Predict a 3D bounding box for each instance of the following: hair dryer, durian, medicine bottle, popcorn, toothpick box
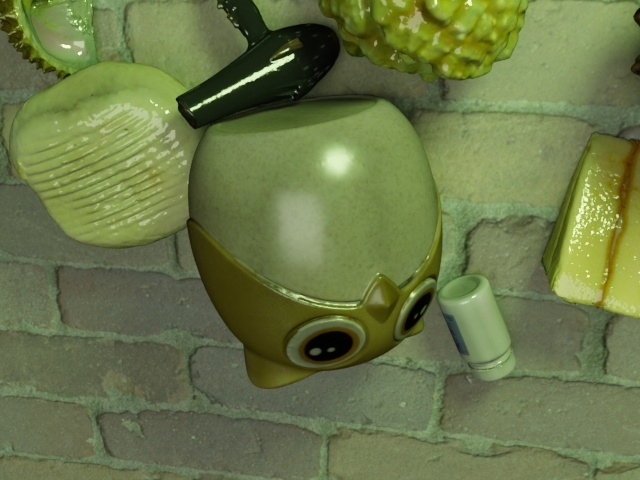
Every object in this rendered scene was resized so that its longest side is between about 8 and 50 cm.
[{"bbox_3d":[-0.163,-0.361,1.160,0.359,0.304,0.120,56,156,7],"label":"hair dryer"},{"bbox_3d":[-0.470,-0.418,1.213,0.167,0.172,0.306,-7,106,-13],"label":"durian"},{"bbox_3d":[0.298,0.166,1.347,0.103,0.102,0.186,-19,109,18],"label":"medicine bottle"},{"bbox_3d":[0.139,-0.369,1.051,0.336,0.279,0.274,9,135,-7],"label":"popcorn"},{"bbox_3d":[0.000,0.000,1.158,0.409,0.409,0.425,-5,111,13],"label":"toothpick box"}]

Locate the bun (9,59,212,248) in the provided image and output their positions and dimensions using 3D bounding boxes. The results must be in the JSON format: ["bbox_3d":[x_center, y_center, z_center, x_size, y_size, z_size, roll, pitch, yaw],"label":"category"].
[{"bbox_3d":[-0.361,-0.156,1.273,0.361,0.213,0.361,-1,125,-2],"label":"bun"}]

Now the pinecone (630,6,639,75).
[{"bbox_3d":[0.648,-0.278,0.943,0.398,0.397,0.397,4,114,9],"label":"pinecone"}]

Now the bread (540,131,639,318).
[{"bbox_3d":[0.492,-0.027,1.192,0.168,0.163,0.264,13,115,6],"label":"bread"}]
